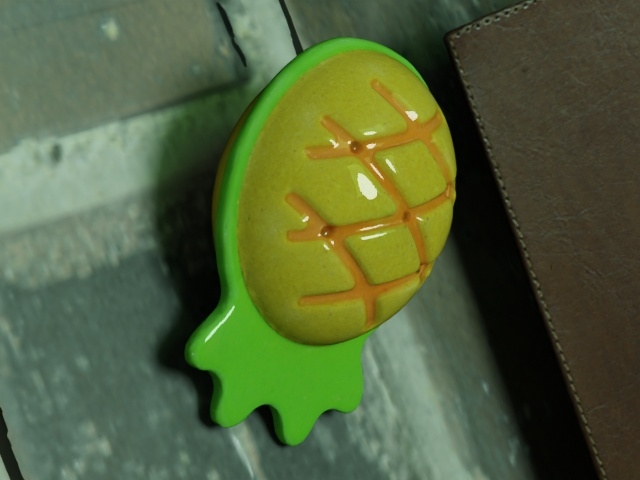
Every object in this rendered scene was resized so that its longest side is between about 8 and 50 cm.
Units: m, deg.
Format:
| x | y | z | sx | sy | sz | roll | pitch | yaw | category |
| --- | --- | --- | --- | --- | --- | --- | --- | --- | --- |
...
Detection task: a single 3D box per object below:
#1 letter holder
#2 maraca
| x | y | z | sx | sy | sz | roll | pitch | yaw | category |
| --- | --- | --- | --- | --- | --- | --- | --- | --- | --- |
| 0.229 | -0.002 | 0.925 | 0.152 | 0.214 | 0.302 | -14 | 84 | -62 | letter holder |
| 0.000 | 0.000 | 0.826 | 0.127 | 0.099 | 0.186 | 21 | 86 | -39 | maraca |
